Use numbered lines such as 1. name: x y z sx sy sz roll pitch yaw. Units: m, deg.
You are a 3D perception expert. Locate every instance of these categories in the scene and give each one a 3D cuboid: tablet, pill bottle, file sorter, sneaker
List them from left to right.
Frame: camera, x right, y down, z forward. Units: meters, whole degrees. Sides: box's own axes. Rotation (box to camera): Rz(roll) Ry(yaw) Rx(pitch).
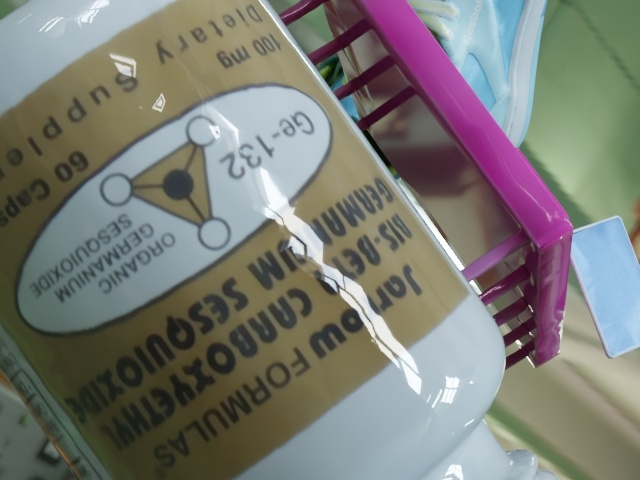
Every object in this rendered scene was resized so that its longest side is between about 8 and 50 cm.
1. pill bottle: -0.019 0.034 0.455 0.229 0.131 0.131 54 -8 1
2. file sorter: 0.000 0.000 0.807 0.202 0.182 0.291 56 -2 17
3. sneaker: 0.087 -0.192 1.240 0.208 0.319 0.127 -22 30 -40
4. tablet: 0.184 0.029 0.946 0.006 0.054 0.083 -26 -98 55
